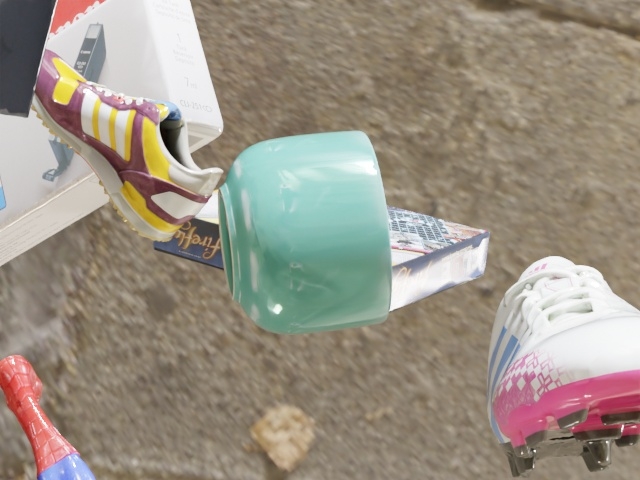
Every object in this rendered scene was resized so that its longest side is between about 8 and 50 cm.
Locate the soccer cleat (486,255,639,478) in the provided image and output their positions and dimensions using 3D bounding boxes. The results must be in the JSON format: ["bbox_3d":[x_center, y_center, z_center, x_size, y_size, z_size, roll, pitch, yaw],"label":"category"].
[{"bbox_3d":[0.157,0.070,1.083,0.116,0.331,0.143,-6,77,-3],"label":"soccer cleat"}]

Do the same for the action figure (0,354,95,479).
[{"bbox_3d":[-0.091,0.199,0.752,0.091,0.280,0.139,-27,149,-18],"label":"action figure"}]

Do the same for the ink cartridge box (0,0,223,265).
[{"bbox_3d":[-0.236,-0.150,1.470,0.296,0.261,0.066,-28,157,32],"label":"ink cartridge box"}]

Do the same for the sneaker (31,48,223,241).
[{"bbox_3d":[-0.149,-0.091,1.273,0.084,0.069,0.185,-44,81,20],"label":"sneaker"}]

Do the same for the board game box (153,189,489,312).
[{"bbox_3d":[0.000,0.000,1.451,0.165,0.243,0.042,-18,117,-50],"label":"board game box"}]

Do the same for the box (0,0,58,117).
[{"bbox_3d":[-0.254,-0.182,1.151,0.093,0.158,0.156,7,106,-38],"label":"box"}]

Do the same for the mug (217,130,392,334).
[{"bbox_3d":[-0.016,-0.002,1.100,0.097,0.158,0.129,-7,82,-9],"label":"mug"}]
